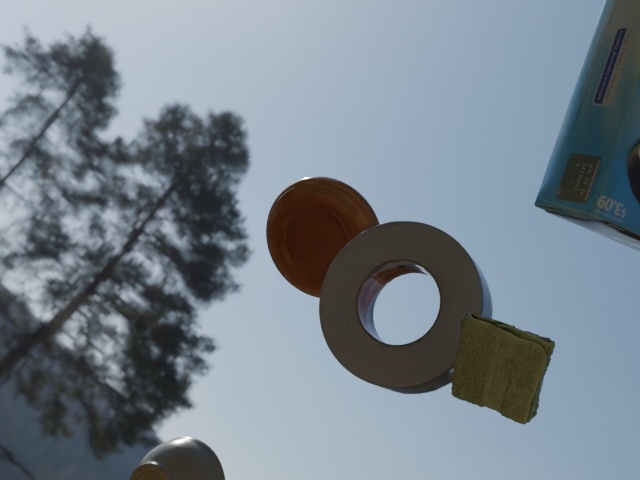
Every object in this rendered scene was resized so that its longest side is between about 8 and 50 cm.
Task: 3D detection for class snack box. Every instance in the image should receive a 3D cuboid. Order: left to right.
[{"bbox_3d":[0.304,-0.057,0.759,0.322,0.187,0.060,20,-1,-30],"label":"snack box"}]

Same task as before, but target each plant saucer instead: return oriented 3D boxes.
[{"bbox_3d":[0.000,0.000,1.762,0.200,0.037,0.200,8,-71,23],"label":"plant saucer"}]

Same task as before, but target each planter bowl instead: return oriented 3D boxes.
[{"bbox_3d":[-0.257,0.421,1.908,0.162,0.162,0.109,29,12,27],"label":"planter bowl"}]

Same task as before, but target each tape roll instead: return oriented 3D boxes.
[{"bbox_3d":[0.111,0.088,1.466,0.219,0.219,0.072,30,-4,26],"label":"tape roll"}]

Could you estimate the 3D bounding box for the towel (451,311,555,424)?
[{"bbox_3d":[0.202,0.146,1.273,0.110,0.027,0.148,19,-43,16],"label":"towel"}]
